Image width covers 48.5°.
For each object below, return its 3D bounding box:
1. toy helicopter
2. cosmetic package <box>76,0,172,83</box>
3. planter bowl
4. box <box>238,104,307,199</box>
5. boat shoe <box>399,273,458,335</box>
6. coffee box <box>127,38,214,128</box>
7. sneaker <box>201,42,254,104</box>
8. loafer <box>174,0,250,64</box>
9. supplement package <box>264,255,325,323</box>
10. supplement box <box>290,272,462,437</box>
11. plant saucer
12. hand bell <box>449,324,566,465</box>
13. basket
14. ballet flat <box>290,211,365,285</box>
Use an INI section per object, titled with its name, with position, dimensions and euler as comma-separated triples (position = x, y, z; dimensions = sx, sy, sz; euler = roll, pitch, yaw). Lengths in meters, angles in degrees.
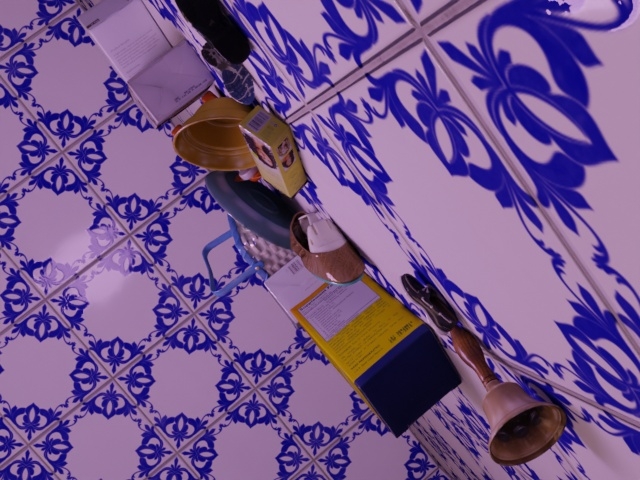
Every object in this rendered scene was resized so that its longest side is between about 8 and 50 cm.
[toy helicopter]
position = -0.220, -0.232, 1.810
dimensions = 0.235, 0.140, 0.355
euler = 42, -177, 1
[cosmetic package]
position = -0.502, -0.527, 1.842
dimensions = 0.151, 0.151, 0.184
euler = 43, 168, 49
[planter bowl]
position = -0.196, -0.234, 1.475
dimensions = 0.217, 0.217, 0.090
euler = 69, -164, -66
[box]
position = -0.089, -0.168, 1.408
dimensions = 0.087, 0.058, 0.232
euler = 36, 168, 20
[boat shoe]
position = 0.182, 0.100, 1.195
dimensions = 0.046, 0.038, 0.125
euler = -10, -122, -50
[coffee box]
position = -0.369, -0.371, 1.733
dimensions = 0.119, 0.168, 0.297
euler = 53, 172, -13
[sneaker]
position = -0.161, -0.306, 1.304
dimensions = 0.135, 0.052, 0.058
euler = 55, -175, 4
[loafer]
position = -0.180, -0.350, 1.133
dimensions = 0.170, 0.062, 0.061
euler = 55, 177, -13
[supplement package]
position = -0.038, 0.129, 2.022
dimensions = 0.149, 0.194, 0.203
euler = 51, 172, 8
[supplement box]
position = 0.117, 0.236, 1.618
dimensions = 0.195, 0.194, 0.356
euler = 57, 171, -34
[plant saucer]
position = -0.162, -0.093, 1.885
dimensions = 0.317, 0.044, 0.318
euler = 35, -163, -12
[hand bell]
position = 0.263, 0.219, 1.121
dimensions = 0.126, 0.126, 0.242
euler = 57, -178, -38
[basket]
position = -0.215, 0.016, 2.086
dimensions = 0.201, 0.289, 0.255
euler = 48, -172, -36
[ballet flat]
position = 0.000, 0.000, 1.623
dimensions = 0.342, 0.116, 0.124
euler = -138, 30, -68
